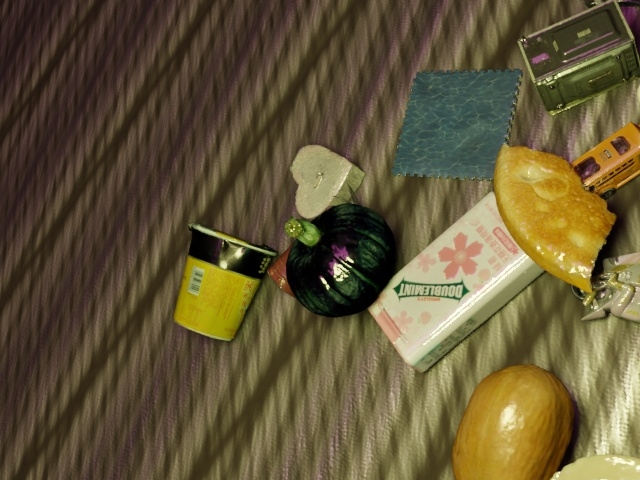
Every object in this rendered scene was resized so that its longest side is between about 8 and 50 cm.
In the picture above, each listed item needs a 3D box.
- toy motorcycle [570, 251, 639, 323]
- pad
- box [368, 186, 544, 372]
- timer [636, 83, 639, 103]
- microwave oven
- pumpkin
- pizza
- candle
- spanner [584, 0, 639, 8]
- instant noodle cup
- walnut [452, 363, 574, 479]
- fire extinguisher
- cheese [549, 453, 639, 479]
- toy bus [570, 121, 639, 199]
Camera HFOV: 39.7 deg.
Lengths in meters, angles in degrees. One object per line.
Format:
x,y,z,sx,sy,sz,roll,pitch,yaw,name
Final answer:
0.580,0.096,1.623,0.225,0.073,0.152,-21,64,22,toy motorcycle
0.300,-0.260,1.969,0.269,0.012,0.269,4,74,32,pad
0.283,0.080,1.790,0.369,0.112,0.190,-40,56,9,box
0.691,-0.312,1.626,0.233,0.233,0.240,-50,39,4,timer
0.525,-0.361,1.783,0.205,0.163,0.129,-23,63,18,microwave oven
0.021,0.022,1.815,0.248,0.248,0.248,-12,66,27,pumpkin
0.438,-0.054,1.669,0.182,0.074,0.365,-24,54,-9,pizza
0.017,-0.141,2.058,0.168,0.068,0.192,-18,65,28,candle
0.693,-0.496,1.820,0.315,0.024,0.087,22,77,35,spanner
-0.234,0.097,2.045,0.215,0.215,0.236,19,89,35,instant noodle cup
0.335,0.364,1.592,0.203,0.203,0.298,27,89,36,walnut
0.000,0.000,1.990,0.269,0.104,0.105,-46,55,9,fire extinguisher
0.500,0.526,1.451,0.292,0.153,0.332,11,79,34,cheese
0.581,-0.162,1.713,0.194,0.088,0.083,-36,56,15,toy bus
